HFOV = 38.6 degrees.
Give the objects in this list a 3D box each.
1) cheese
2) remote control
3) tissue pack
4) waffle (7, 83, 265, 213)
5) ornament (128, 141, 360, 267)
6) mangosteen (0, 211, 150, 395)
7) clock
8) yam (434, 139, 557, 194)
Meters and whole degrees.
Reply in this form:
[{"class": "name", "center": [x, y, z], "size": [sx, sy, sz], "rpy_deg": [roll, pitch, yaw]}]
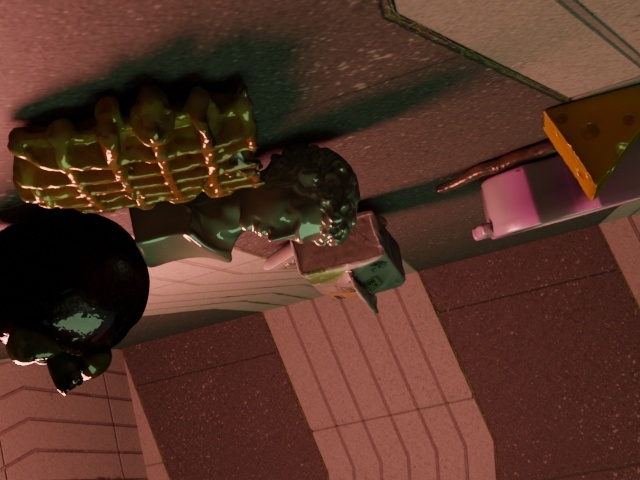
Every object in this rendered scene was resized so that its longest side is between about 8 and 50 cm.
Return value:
[{"class": "cheese", "center": [0.401, -0.158, 1.214], "size": [0.171, 0.126, 0.093], "rpy_deg": [-33, 164, 5]}, {"class": "remote control", "center": [0.000, 0.000, 1.784], "size": [0.109, 0.055, 0.313], "rpy_deg": [0, 162, -32]}, {"class": "tissue pack", "center": [0.060, 0.055, 1.652], "size": [0.159, 0.145, 0.229], "rpy_deg": [-15, 162, 11]}, {"class": "waffle", "center": [-0.150, -0.079, 0.879], "size": [0.283, 0.065, 0.309], "rpy_deg": [-19, 172, 40]}, {"class": "ornament", "center": [-0.092, -0.041, 1.092], "size": [0.285, 0.130, 0.120], "rpy_deg": [-7, 158, 14]}, {"class": "mangosteen", "center": [-0.314, 0.069, 1.141], "size": [0.216, 0.216, 0.216], "rpy_deg": [-13, 172, -2]}, {"class": "clock", "center": [0.407, -0.085, 1.556], "size": [0.339, 0.102, 0.338], "rpy_deg": [-16, 176, -1]}, {"class": "yam", "center": [0.277, -0.116, 1.465], "size": [0.234, 0.027, 0.029], "rpy_deg": [-21, -151, 40]}]
